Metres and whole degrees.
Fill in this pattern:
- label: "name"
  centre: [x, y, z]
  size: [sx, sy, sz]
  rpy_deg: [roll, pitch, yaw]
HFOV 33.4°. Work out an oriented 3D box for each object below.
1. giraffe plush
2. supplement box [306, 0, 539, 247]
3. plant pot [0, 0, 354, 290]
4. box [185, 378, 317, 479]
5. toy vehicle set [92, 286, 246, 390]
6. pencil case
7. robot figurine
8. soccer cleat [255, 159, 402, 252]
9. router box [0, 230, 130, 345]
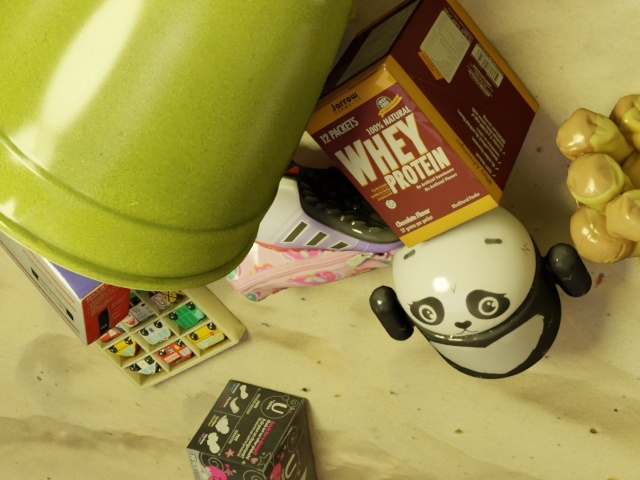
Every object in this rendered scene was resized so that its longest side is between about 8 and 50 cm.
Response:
- label: "giraffe plush"
  centre: [0.340, -0.042, 1.174]
  size: [0.210, 0.181, 0.170]
  rpy_deg: [0, 149, -18]
- label: "supplement box"
  centre: [0.112, -0.137, 1.156]
  size: [0.129, 0.194, 0.191]
  rpy_deg: [-27, 112, 41]
- label: "plant pot"
  centre: [-0.132, -0.203, 0.996]
  size: [0.366, 0.366, 0.353]
  rpy_deg: [36, 124, -5]
- label: "box"
  centre: [-0.103, 0.377, 1.732]
  size: [0.142, 0.163, 0.247]
  rpy_deg: [10, 132, 21]
- label: "toy vehicle set"
  centre: [-0.260, 0.135, 1.693]
  size: [0.267, 0.035, 0.166]
  rpy_deg: [-29, 111, 41]
- label: "pencil case"
  centre: [0.000, 0.000, 1.387]
  size: [0.284, 0.124, 0.124]
  rpy_deg: [-14, 120, 36]
- label: "robot figurine"
  centre: [0.190, 0.065, 1.272]
  size: [0.173, 0.209, 0.278]
  rpy_deg: [39, 174, 34]
- label: "soccer cleat"
  centre: [-0.020, -0.030, 1.283]
  size: [0.318, 0.108, 0.116]
  rpy_deg: [21, 124, 37]
- label: "router box"
  centre: [-0.391, -0.032, 1.437]
  size: [0.335, 0.082, 0.301]
  rpy_deg: [49, 161, 4]
